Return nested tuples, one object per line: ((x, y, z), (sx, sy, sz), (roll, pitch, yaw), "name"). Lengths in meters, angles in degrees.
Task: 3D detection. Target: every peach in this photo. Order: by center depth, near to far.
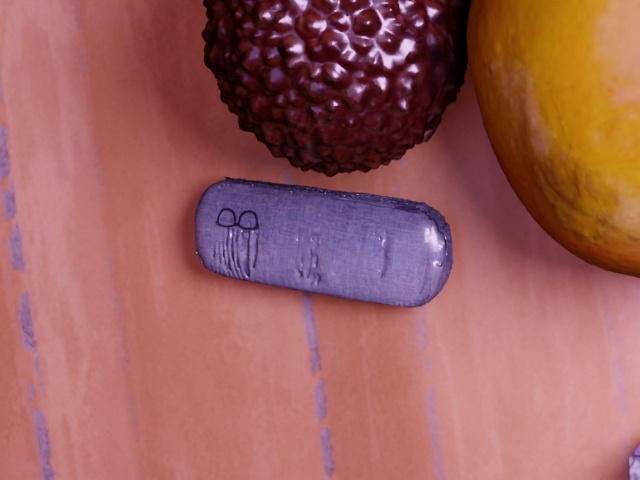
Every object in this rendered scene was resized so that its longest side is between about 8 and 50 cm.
((0.287, -0.151, 1.232), (0.290, 0.373, 0.372), (-18, 88, -22), "peach")

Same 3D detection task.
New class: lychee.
((0.023, -0.191, 1.377), (0.264, 0.300, 0.264), (-22, 51, 30), "lychee")

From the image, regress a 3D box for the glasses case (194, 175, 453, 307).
((0.000, 0.000, 1.493), (0.283, 0.067, 0.109), (9, 101, 22), "glasses case")

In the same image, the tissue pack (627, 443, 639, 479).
((0.469, 0.293, 1.294), (0.361, 0.122, 0.259), (-6, 96, 28), "tissue pack")
